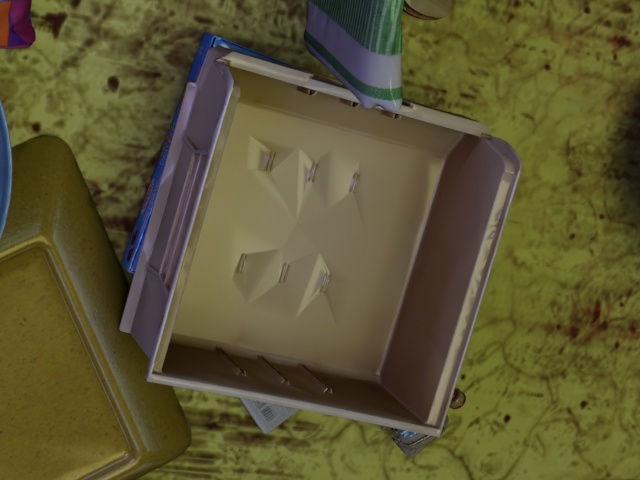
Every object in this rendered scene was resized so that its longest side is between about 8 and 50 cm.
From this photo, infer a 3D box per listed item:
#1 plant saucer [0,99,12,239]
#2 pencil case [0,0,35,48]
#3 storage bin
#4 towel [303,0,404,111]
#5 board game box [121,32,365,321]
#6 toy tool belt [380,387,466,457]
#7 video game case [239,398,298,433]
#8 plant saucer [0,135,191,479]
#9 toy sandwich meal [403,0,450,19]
[{"bbox_3d":[-0.384,-0.060,1.133,0.317,0.044,0.318,0,100,-2],"label":"plant saucer"},{"bbox_3d":[-0.245,-0.263,1.151,0.104,0.104,0.236,8,104,-25],"label":"pencil case"},{"bbox_3d":[0.000,0.000,1.268,0.262,0.123,0.260,13,98,-22],"label":"storage bin"},{"bbox_3d":[0.043,-0.281,1.186,0.038,0.248,0.325,4,107,-13],"label":"towel"},{"bbox_3d":[-0.061,-0.052,1.322,0.160,0.039,0.212,19,95,-23],"label":"board game box"},{"bbox_3d":[0.098,0.163,1.467,0.083,0.052,0.051,-43,127,-5],"label":"toy tool belt"},{"bbox_3d":[-0.033,0.078,1.401,0.143,0.019,0.157,-36,117,-9],"label":"video game case"},{"bbox_3d":[-0.295,0.129,1.271,0.332,0.081,0.333,-26,116,-13],"label":"plant saucer"},{"bbox_3d":[0.096,-0.236,1.343,0.085,0.029,0.086,-7,110,-21],"label":"toy sandwich meal"}]
